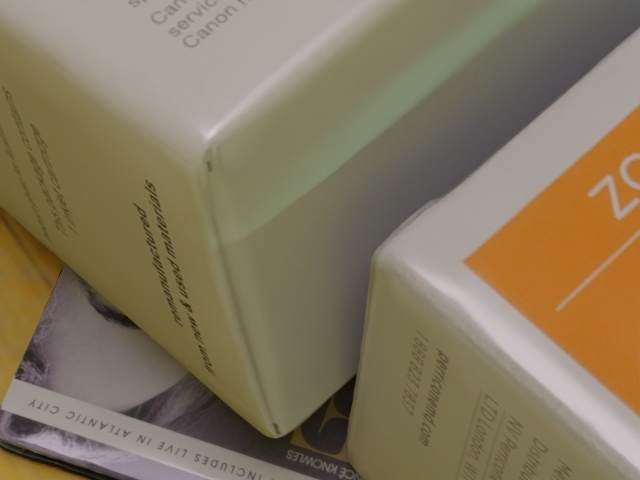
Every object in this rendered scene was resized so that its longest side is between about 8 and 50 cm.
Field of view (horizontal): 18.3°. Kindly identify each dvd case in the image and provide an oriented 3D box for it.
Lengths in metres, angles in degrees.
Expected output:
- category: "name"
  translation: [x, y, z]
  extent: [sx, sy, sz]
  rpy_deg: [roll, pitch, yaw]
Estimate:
- category: "dvd case"
  translation: [0.000, 0.000, 0.716]
  extent: [0.164, 0.018, 0.221]
  rpy_deg: [18, 65, 9]

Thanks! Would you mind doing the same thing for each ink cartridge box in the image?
- category: "ink cartridge box"
  translation: [-0.057, -0.164, 0.690]
  extent: [0.279, 0.160, 0.385]
  rpy_deg: [-41, 60, -19]

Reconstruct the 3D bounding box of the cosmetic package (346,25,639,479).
- category: "cosmetic package"
  translation: [0.246, 0.114, 0.566]
  extent: [0.453, 0.161, 0.230]
  rpy_deg: [42, 68, 17]
